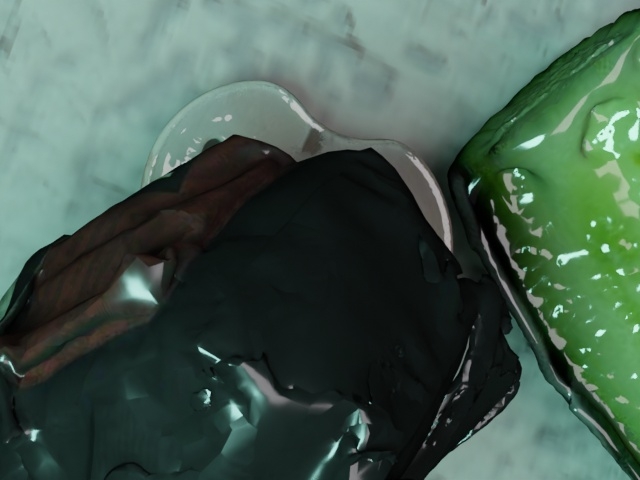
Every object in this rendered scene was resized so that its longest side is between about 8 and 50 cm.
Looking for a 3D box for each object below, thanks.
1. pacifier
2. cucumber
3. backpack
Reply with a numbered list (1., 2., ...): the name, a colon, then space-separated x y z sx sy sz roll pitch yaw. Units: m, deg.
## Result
1. pacifier: 0.000 0.000 0.553 0.099 0.078 0.082 23 75 -24
2. cucumber: 0.129 0.020 0.612 0.115 0.086 0.193 -39 105 15
3. backpack: -0.043 0.048 0.493 0.106 0.165 0.120 55 27 -9
